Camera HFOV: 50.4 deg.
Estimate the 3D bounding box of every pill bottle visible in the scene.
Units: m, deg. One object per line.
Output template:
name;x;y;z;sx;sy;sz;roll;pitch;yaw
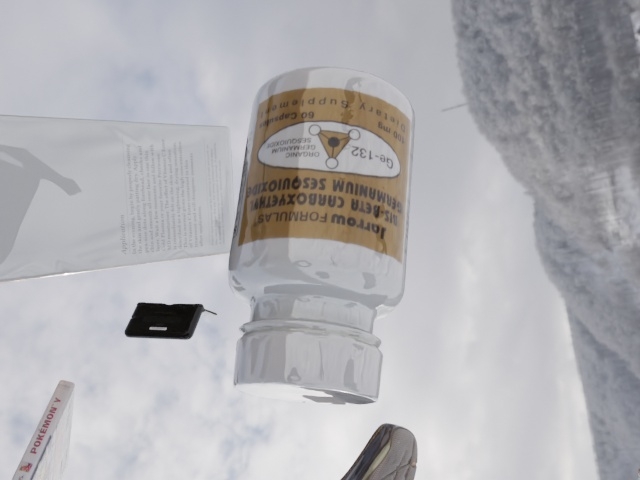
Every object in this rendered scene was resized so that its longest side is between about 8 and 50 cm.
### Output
pill bottle;0.000;0.000;0.507;0.131;0.131;0.229;34;-124;-54

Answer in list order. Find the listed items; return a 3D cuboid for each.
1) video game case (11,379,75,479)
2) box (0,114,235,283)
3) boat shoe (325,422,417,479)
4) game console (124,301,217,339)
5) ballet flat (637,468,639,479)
video game case;-0.355;0.306;0.850;0.183;0.023;0.201;-83;11;-51
box;-0.301;-0.051;0.813;0.345;0.215;0.168;-7;-84;-49
boat shoe;0.012;0.418;1.007;0.355;0.130;0.132;-57;-41;-9
game console;-0.254;0.143;1.167;0.107;0.122;0.071;-76;-19;-45
ballet flat;0.221;0.147;0.378;0.077;0.091;0.240;-8;-63;-35
